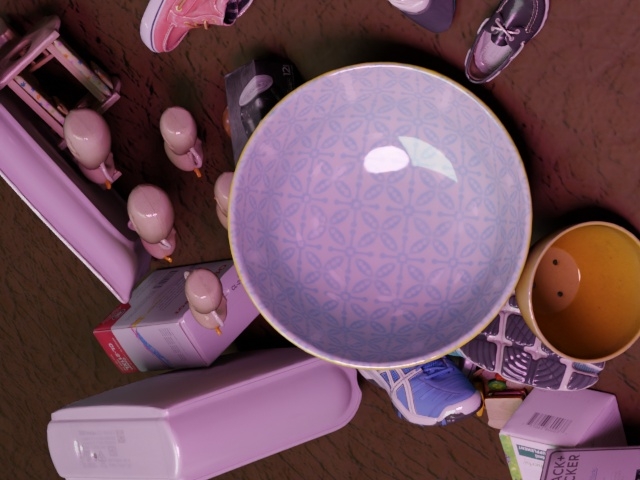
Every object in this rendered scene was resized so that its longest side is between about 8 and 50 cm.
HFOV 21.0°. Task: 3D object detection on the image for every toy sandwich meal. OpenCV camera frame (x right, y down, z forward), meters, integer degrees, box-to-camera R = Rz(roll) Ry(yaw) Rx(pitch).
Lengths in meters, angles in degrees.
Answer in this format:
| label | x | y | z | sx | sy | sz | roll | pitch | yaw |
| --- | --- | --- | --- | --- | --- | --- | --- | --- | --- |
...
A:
| label | x | y | z | sx | sy | sz | roll | pitch | yaw |
| --- | --- | --- | --- | --- | --- | --- | --- | --- | --- |
| toy sandwich meal | 0.197 | 0.169 | 1.864 | 0.086 | 0.029 | 0.085 | 7 | 134 | 8 |

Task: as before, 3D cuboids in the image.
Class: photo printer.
| label | x | y | z | sx | sy | sz | roll | pitch | yaw |
| --- | --- | --- | --- | --- | --- | --- | --- | --- | --- |
| photo printer | -0.123 | 0.200 | 2.002 | 0.256 | 0.308 | 0.107 | -8 | 96 | 49 |

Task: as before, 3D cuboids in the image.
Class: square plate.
| label | x | y | z | sx | sy | sz | roll | pitch | yaw |
| --- | --- | --- | --- | --- | --- | --- | --- | --- | --- |
| square plate | -0.311 | -0.086 | 1.968 | 0.344 | 0.049 | 0.347 | 49 | -178 | -5 |

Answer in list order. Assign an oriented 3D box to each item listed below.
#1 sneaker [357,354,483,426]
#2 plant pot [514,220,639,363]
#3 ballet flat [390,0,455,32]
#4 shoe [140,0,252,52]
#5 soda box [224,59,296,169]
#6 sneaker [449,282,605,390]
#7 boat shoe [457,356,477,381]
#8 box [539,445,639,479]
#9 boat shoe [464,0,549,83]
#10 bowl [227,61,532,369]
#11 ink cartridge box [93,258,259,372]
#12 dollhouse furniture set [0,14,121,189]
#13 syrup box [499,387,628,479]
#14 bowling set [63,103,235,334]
| label | x | y | z | sx | sy | sz | roll | pitch | yaw |
| --- | --- | --- | --- | --- | --- | --- | --- | --- | --- |
| sneaker | 0.097 | 0.134 | 1.870 | 0.211 | 0.080 | 0.081 | 31 | 138 | 50 |
| plant pot | 0.239 | 0.044 | 1.652 | 0.134 | 0.134 | 0.095 | 56 | 167 | -16 |
| ballet flat | 0.069 | -0.262 | 1.541 | 0.074 | 0.074 | 0.203 | 14 | 135 | 35 |
| shoe | -0.125 | -0.236 | 1.758 | 0.081 | 0.063 | 0.178 | 42 | 140 | 11 |
| soda box | -0.053 | -0.096 | 1.764 | 0.060 | 0.053 | 0.168 | -20 | 75 | 51 |
| sneaker | 0.168 | 0.084 | 1.790 | 0.275 | 0.107 | 0.110 | 18 | 173 | 21 |
| boat shoe | 0.166 | 0.157 | 1.904 | 0.035 | 0.035 | 0.100 | 10 | 135 | 0 |
| box | 0.371 | 0.287 | 1.703 | 0.290 | 0.087 | 0.169 | -6 | 125 | 21 |
| boat shoe | 0.165 | -0.186 | 1.550 | 0.046 | 0.038 | 0.125 | 42 | 144 | 3 |
| bowl | 0.063 | -0.019 | 1.680 | 0.289 | 0.289 | 0.156 | 38 | -179 | 8 |
| ink cartridge box | -0.169 | 0.093 | 2.076 | 0.175 | 0.127 | 0.072 | -8 | 120 | 48 |
| dollhouse furniture set | -0.289 | -0.178 | 1.990 | 0.182 | 0.101 | 0.161 | 46 | -177 | -31 |
| syrup box | 0.278 | 0.272 | 1.854 | 0.093 | 0.096 | 0.236 | 10 | 131 | 37 |
| bowling set | -0.126 | -0.057 | 1.860 | 0.287 | 0.200 | 0.154 | 55 | 170 | 13 |
